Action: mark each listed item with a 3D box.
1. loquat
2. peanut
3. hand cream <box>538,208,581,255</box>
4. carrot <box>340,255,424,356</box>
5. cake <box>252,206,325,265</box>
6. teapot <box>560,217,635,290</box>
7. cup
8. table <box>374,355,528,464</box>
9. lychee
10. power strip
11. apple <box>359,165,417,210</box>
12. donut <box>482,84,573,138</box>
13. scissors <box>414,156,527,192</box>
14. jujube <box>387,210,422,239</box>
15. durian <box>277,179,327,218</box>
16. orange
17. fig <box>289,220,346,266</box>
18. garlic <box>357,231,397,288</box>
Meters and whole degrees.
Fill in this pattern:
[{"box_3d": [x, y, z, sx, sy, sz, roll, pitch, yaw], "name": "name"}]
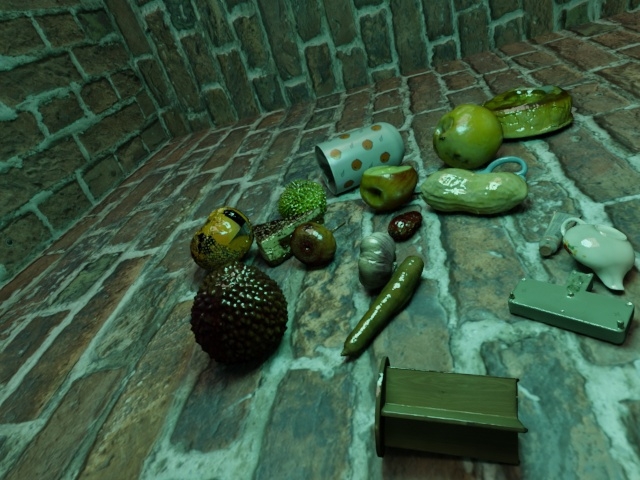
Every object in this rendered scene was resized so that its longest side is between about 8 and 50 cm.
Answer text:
[{"box_3d": [0.538, -0.372, 1.517, 0.244, 0.243, 0.243, -14, 31, 9], "name": "loquat"}, {"box_3d": [0.465, -0.152, 1.278, 0.314, 0.149, 0.149, 8, 40, 39], "name": "peanut"}, {"box_3d": [0.616, -0.027, 1.089, 0.067, 0.043, 0.210, 19, 42, 37], "name": "hand cream"}, {"box_3d": [0.158, 0.162, 1.021, 0.070, 0.070, 0.342, 13, 48, 42], "name": "carrot"}, {"box_3d": [-0.096, -0.008, 1.392, 0.246, 0.112, 0.135, -16, 33, 0], "name": "cake"}, {"box_3d": [0.627, 0.011, 0.949, 0.145, 0.092, 0.226, 11, 31, -12], "name": "teapot"}, {"box_3d": [0.162, -0.338, 1.671, 0.318, 0.212, 0.212, -23, 31, -7], "name": "cup"}, {"box_3d": [0.216, 0.292, 0.710, 0.227, 0.167, 0.167, 1, 35, 15], "name": "table"}, {"box_3d": [-0.203, 0.166, 1.026, 0.272, 0.271, 0.271, -14, 31, 9], "name": "lychee"}, {"box_3d": [0.529, 0.119, 0.880, 0.216, 0.061, 0.145, 14, 45, 42], "name": "power strip"}, {"box_3d": [0.234, -0.190, 1.441, 0.195, 0.160, 0.173, 13, 47, 40], "name": "apple"}, {"box_3d": [0.803, -0.513, 1.642, 0.331, 0.159, 0.330, -12, 24, 5], "name": "donut"}, {"box_3d": [0.458, -0.191, 1.428, 0.448, 0.029, 0.192, -4, 49, 32], "name": "scissors"}, {"box_3d": [0.266, -0.050, 1.291, 0.129, 0.077, 0.077, -28, 30, -32], "name": "jujube"}, {"box_3d": [-0.075, -0.142, 1.540, 0.199, 0.159, 0.146, -9, 33, 20], "name": "durian"}, {"box_3d": [-0.336, 0.000, 1.421, 0.234, 0.182, 0.234, -43, 24, 24], "name": "orange"}, {"box_3d": [-0.002, -0.010, 1.331, 0.133, 0.146, 0.201, -53, -4, 38], "name": "fig"}, {"box_3d": [0.155, 0.056, 1.110, 0.102, 0.159, 0.147, 11, 27, 16], "name": "garlic"}]
